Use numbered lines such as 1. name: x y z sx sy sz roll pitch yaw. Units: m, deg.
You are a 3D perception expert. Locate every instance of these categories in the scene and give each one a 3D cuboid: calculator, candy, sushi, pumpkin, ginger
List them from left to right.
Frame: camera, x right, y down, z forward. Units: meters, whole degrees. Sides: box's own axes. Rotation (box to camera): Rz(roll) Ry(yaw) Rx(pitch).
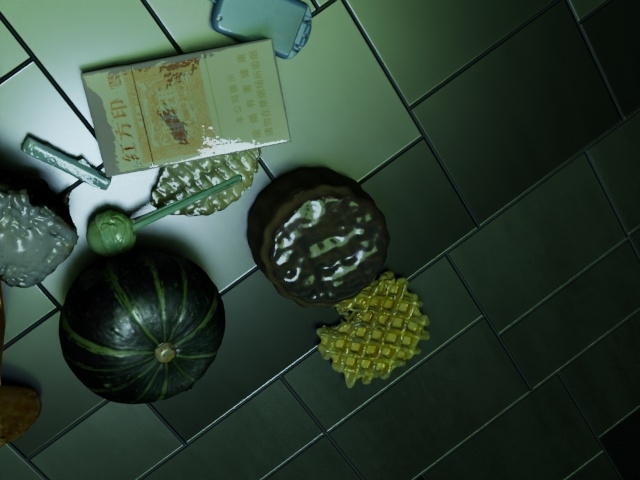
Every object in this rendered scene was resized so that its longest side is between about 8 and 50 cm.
1. ginger: -0.719 0.344 1.679 0.321 0.172 0.165 20 141 -25
2. sushi: -0.582 -0.055 1.544 0.196 0.181 0.343 -40 139 15
3. pumpkin: -0.345 0.168 1.675 0.323 0.241 0.323 -13 124 -20
4. candy: -0.304 -0.059 1.675 0.336 0.093 0.092 -24 142 7
5. calculator: -0.116 -0.435 1.663 0.210 0.039 0.121 17 101 -21

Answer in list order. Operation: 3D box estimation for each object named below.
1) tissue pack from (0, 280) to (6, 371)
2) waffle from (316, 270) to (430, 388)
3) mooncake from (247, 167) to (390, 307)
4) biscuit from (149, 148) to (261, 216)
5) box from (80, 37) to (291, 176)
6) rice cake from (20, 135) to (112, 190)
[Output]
1. tissue pack: -0.661 0.152 1.566 0.146 0.274 0.194 -3 110 -16
2. waffle: 0.120 0.207 1.947 0.261 0.056 0.250 -29 115 -8
3. mooncake: 0.000 0.000 1.781 0.291 0.161 0.290 -5 111 -14
4. biscuit: -0.217 -0.159 1.727 0.187 0.036 0.273 27 99 -22
5. box: -0.253 -0.255 1.638 0.366 0.051 0.204 -11 105 -3
6. rice cake: -0.486 -0.150 1.650 0.180 0.030 0.042 28 96 -24
